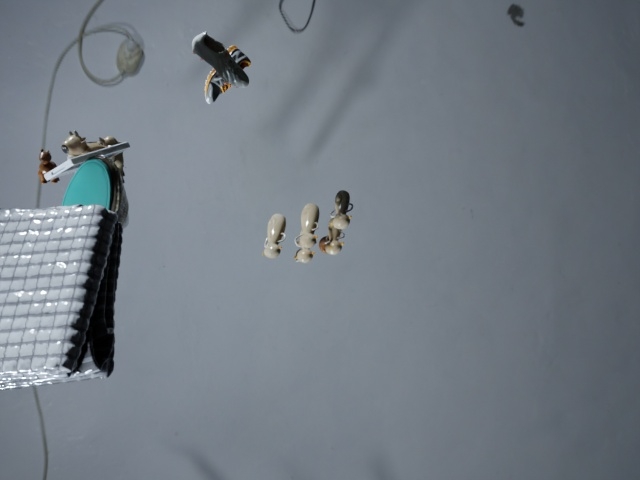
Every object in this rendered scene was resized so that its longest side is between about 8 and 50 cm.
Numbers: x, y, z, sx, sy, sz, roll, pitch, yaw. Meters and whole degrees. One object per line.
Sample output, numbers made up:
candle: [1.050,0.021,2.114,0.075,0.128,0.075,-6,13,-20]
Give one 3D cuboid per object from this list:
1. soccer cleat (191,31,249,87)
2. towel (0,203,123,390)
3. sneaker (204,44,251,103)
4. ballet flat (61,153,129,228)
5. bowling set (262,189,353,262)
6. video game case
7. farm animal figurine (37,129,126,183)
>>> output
soccer cleat: [-0.276,-0.511,1.374,0.196,0.076,0.068,33,54,-33]
towel: [-0.402,0.077,0.635,0.283,0.121,0.235,-6,61,5]
sneaker: [-0.311,-0.543,1.598,0.083,0.084,0.215,30,85,0]
ballet flat: [-0.598,0.004,1.254,0.163,0.182,0.483,28,102,14]
bowling set: [0.000,0.000,1.377,0.200,0.286,0.154,48,33,-38]
video game case: [-0.678,-0.233,1.401,0.190,0.173,0.022,-37,110,-49]
farm animal figurine: [-0.786,-0.294,1.661,0.329,0.327,0.173,1,104,8]
